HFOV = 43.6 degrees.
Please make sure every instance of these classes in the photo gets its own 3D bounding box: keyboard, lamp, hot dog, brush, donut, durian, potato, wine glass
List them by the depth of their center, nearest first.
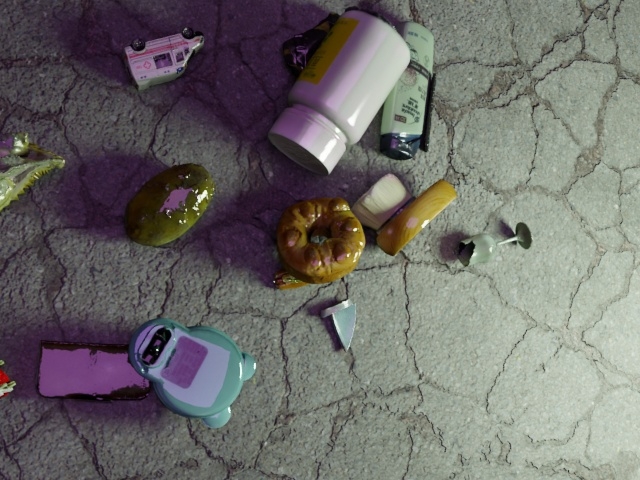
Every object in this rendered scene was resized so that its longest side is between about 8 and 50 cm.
[{"bbox_3d":[-0.728,-0.152,1.772,0.306,0.166,0.172,-20,88,-27],"label":"durian"},{"bbox_3d":[-0.300,0.285,1.817,0.284,0.147,0.209,37,70,-26],"label":"lamp"},{"bbox_3d":[-0.357,-0.083,1.887,0.251,0.113,0.149,-39,95,-19],"label":"potato"},{"bbox_3d":[-0.002,-0.001,1.939,0.226,0.114,0.226,1,58,-1],"label":"donut"},{"bbox_3d":[-0.053,0.087,1.977,0.133,0.041,0.056,-11,84,-17],"label":"hot dog"},{"bbox_3d":[0.214,-0.095,2.025,0.266,0.174,0.166,-38,82,-26],"label":"brush"},{"bbox_3d":[0.456,0.011,2.110,0.195,0.079,0.079,-16,85,-18],"label":"wine glass"},{"bbox_3d":[0.293,-0.341,2.137,0.013,0.061,0.204,7,78,8],"label":"keyboard"}]

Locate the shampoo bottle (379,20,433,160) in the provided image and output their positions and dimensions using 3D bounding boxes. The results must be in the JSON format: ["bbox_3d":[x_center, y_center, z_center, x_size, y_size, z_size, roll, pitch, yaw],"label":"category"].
[{"bbox_3d":[0.234,-0.388,2.117,0.134,0.078,0.359,18,74,-37],"label":"shampoo bottle"}]

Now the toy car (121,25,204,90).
[{"bbox_3d":[-0.375,-0.444,1.959,0.209,0.089,0.108,-19,86,-15],"label":"toy car"}]

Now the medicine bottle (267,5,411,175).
[{"bbox_3d":[0.047,-0.365,1.985,0.213,0.213,0.379,33,81,-7],"label":"medicine bottle"}]

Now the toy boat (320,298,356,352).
[{"bbox_3d":[0.059,0.213,1.997,0.096,0.034,0.122,-22,95,-18],"label":"toy boat"}]

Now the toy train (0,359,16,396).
[{"bbox_3d":[-0.718,0.311,1.675,0.131,0.204,0.083,-29,89,-13],"label":"toy train"}]

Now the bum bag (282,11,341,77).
[{"bbox_3d":[0.001,-0.515,2.087,0.232,0.060,0.107,-38,100,-22],"label":"bum bag"}]

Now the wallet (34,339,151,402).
[{"bbox_3d":[-0.513,0.299,1.821,0.255,0.031,0.137,5,80,-14],"label":"wallet"}]
